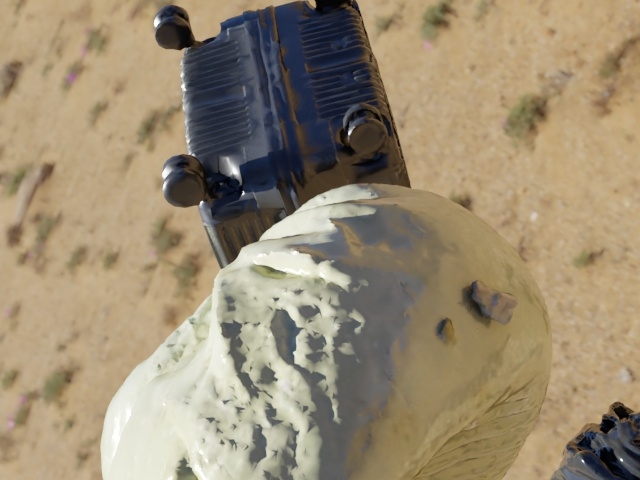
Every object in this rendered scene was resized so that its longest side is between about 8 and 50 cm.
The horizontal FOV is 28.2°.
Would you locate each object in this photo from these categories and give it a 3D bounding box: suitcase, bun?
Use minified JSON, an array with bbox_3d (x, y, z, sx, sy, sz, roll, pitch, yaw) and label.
[{"bbox_3d":[0.000,0.000,0.955,0.152,0.335,0.230,-15,39,4],"label":"suitcase"},{"bbox_3d":[-0.005,0.088,0.601,0.160,0.259,0.259,39,107,25],"label":"bun"}]

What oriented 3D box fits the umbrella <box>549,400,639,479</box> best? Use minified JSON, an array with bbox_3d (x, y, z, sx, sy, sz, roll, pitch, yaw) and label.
[{"bbox_3d":[0.194,0.249,1.044,0.340,0.118,0.118,119,156,-46],"label":"umbrella"}]
